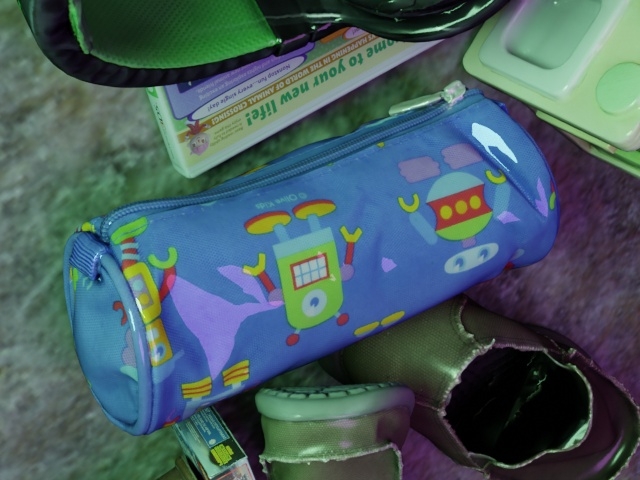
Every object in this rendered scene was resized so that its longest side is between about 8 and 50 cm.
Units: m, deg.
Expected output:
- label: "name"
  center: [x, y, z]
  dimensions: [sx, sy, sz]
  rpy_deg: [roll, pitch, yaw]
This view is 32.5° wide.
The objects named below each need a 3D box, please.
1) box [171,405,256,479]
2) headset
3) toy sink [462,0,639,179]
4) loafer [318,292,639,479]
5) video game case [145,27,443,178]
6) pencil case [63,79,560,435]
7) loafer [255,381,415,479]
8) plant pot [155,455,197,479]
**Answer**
- label: "box"
  center: [-0.058, 0.160, 0.701]
  dimensions: [0.027, 0.094, 0.137]
  rpy_deg: [-27, 129, -14]
- label: "headset"
  center: [0.064, -0.160, 0.468]
  dimensions: [0.394, 0.185, 0.243]
  rpy_deg: [-28, 170, -10]
- label: "toy sink"
  center: [0.198, -0.121, 0.706]
  dimensions: [0.234, 0.153, 0.131]
  rpy_deg: [28, 96, -44]
- label: "loafer"
  center: [0.146, 0.132, 0.819]
  dimensions: [0.366, 0.130, 0.134]
  rpy_deg: [26, 97, -43]
- label: "video game case"
  center: [-0.016, -0.162, 0.606]
  dimensions: [0.212, 0.023, 0.193]
  rpy_deg: [-31, 129, -22]
- label: "pencil case"
  center: [0.000, 0.000, 0.640]
  dimensions: [0.306, 0.119, 0.133]
  rpy_deg: [-22, 114, -27]
- label: "loafer"
  center: [0.015, 0.145, 0.678]
  dimensions: [0.094, 0.087, 0.251]
  rpy_deg: [-4, 160, 6]
- label: "plant pot"
  center: [-0.118, 0.244, 0.666]
  dimensions: [0.165, 0.167, 0.167]
  rpy_deg: [-28, 128, -14]
